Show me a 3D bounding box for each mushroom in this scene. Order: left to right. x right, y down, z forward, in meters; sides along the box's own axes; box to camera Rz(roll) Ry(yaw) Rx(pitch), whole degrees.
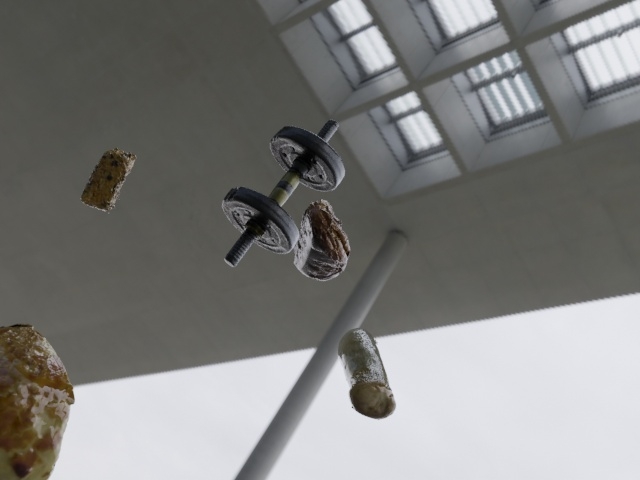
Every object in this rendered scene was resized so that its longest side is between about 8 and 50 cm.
[{"bbox_3d":[0.094,0.273,1.667,0.095,0.351,0.122,-38,-78,9],"label":"mushroom"}]

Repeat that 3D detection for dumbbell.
[{"bbox_3d":[-0.062,-0.087,1.316,0.143,0.325,0.143,30,-23,14],"label":"dumbbell"}]

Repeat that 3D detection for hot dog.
[{"bbox_3d":[-0.002,0.003,1.767,0.227,0.099,0.160,125,-49,-61],"label":"hot dog"}]

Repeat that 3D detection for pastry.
[{"bbox_3d":[-0.489,0.252,1.114,0.236,0.170,0.256,-53,-130,21],"label":"pastry"},{"bbox_3d":[-0.453,-0.132,1.644,0.080,0.140,0.056,21,-6,3],"label":"pastry"}]
